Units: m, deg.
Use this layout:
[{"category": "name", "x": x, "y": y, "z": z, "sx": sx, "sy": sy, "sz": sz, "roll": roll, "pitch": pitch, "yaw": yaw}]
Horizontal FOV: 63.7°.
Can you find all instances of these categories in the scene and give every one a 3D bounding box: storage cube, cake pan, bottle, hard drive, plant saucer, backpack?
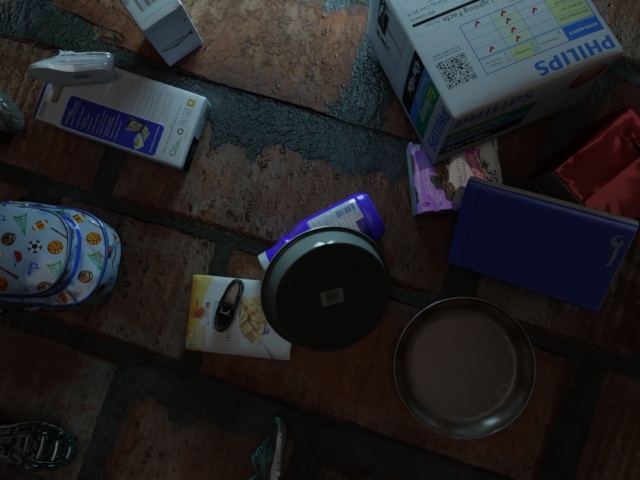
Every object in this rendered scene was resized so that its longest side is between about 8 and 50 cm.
[{"category": "storage cube", "x": 0.597, "y": -0.135, "z": 1.091, "sx": 0.193, "sy": 0.215, "sz": 0.183, "roll": -42, "pitch": 87, "yaw": 6}, {"category": "cake pan", "x": 0.020, "y": 0.114, "z": 1.104, "sx": 0.294, "sy": 0.054, "sz": 0.293, "roll": -5, "pitch": 109, "yaw": -14}, {"category": "bottle", "x": 0.000, "y": 0.000, "z": 1.156, "sx": 0.283, "sy": 0.092, "sz": 0.118, "roll": -28, "pitch": 86, "yaw": 0}, {"category": "hard drive", "x": 0.441, "y": 0.007, "z": 1.065, "sx": 0.319, "sy": 0.040, "sz": 0.210, "roll": 19, "pitch": 126, "yaw": 21}, {"category": "plant saucer", "x": 0.317, "y": 0.281, "z": 1.151, "sx": 0.311, "sy": 0.050, "sz": 0.310, "roll": 0, "pitch": 86, "yaw": 2}, {"category": "backpack", "x": -0.584, "y": 0.035, "z": 1.125, "sx": 0.264, "sy": 0.213, "sz": 0.276, "roll": 5, "pitch": 84, "yaw": -8}]

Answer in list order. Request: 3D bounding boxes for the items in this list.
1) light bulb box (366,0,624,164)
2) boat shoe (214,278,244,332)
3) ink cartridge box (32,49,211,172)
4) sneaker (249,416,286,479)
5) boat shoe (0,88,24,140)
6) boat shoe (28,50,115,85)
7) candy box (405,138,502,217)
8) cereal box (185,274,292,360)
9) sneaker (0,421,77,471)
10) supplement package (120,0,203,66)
[{"category": "light bulb box", "x": 0.331, "y": -0.410, "z": 1.068, "sx": 0.358, "sy": 0.225, "sz": 0.360, "roll": -22, "pitch": 76, "yaw": -3}, {"category": "boat shoe", "x": -0.202, "y": 0.143, "z": 1.132, "sx": 0.046, "sy": 0.038, "sz": 0.125, "roll": 25, "pitch": 86, "yaw": 3}, {"category": "ink cartridge box", "x": -0.459, "y": -0.301, "z": 1.202, "sx": 0.371, "sy": 0.069, "sz": 0.175, "roll": 19, "pitch": 87, "yaw": 1}, {"category": "sneaker", "x": -0.119, "y": 0.476, "z": 1.148, "sx": 0.076, "sy": 0.065, "sz": 0.166, "roll": 7, "pitch": 85, "yaw": 6}, {"category": "boat shoe", "x": -0.845, "y": -0.372, "z": 1.186, "sx": 0.130, "sy": 0.132, "sz": 0.355, "roll": -37, "pitch": 85, "yaw": -1}, {"category": "boat shoe", "x": -0.555, "y": -0.394, "z": 1.154, "sx": 0.184, "sy": 0.066, "sz": 0.063, "roll": -5, "pitch": 71, "yaw": 4}, {"category": "candy box", "x": 0.302, "y": -0.146, "z": 1.166, "sx": 0.197, "sy": 0.070, "sz": 0.164, "roll": -6, "pitch": 86, "yaw": 2}, {"category": "cereal box", "x": -0.177, "y": 0.173, "z": 1.173, "sx": 0.240, "sy": 0.047, "sz": 0.172, "roll": 5, "pitch": 87, "yaw": 2}, {"category": "sneaker", "x": -0.688, "y": 0.454, "z": 1.157, "sx": 0.272, "sy": 0.108, "sz": 0.100, "roll": 13, "pitch": 68, "yaw": -13}, {"category": "supplement package", "x": -0.353, "y": -0.492, "z": 1.152, "sx": 0.105, "sy": 0.179, "sz": 0.105, "roll": -36, "pitch": 86, "yaw": 0}]
